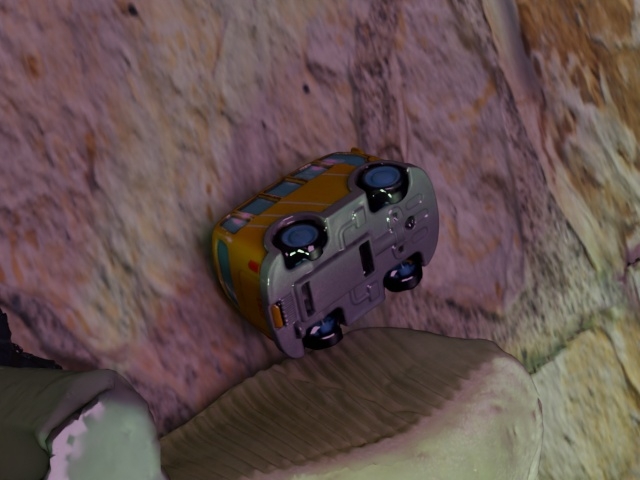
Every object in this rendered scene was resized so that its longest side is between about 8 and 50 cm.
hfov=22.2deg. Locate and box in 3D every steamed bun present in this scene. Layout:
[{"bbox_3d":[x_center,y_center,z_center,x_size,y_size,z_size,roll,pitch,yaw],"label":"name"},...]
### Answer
[{"bbox_3d":[0.016,0.243,1.447,0.383,0.247,0.236,-25,108,-34],"label":"steamed bun"}]

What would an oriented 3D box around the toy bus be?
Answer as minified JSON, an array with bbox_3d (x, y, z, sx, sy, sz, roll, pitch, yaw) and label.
[{"bbox_3d":[0.000,0.000,1.519,0.209,0.136,0.126,-34,130,-27],"label":"toy bus"}]

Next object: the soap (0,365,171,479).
[{"bbox_3d":[-0.279,0.269,1.172,0.213,0.435,0.350,49,61,-21],"label":"soap"}]

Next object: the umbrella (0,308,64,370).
[{"bbox_3d":[-0.278,0.102,1.401,0.224,0.080,0.071,35,35,-25],"label":"umbrella"}]
